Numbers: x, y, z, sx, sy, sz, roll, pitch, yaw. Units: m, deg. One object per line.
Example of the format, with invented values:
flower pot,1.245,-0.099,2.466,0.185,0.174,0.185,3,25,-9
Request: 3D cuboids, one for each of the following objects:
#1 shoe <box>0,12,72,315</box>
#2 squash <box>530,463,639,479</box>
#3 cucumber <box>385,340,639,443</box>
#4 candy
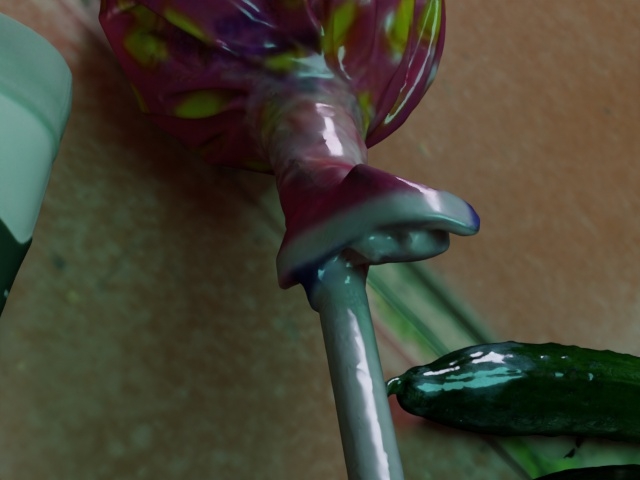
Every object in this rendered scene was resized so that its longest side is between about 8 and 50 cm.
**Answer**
shoe,-0.197,-0.041,0.527,0.265,0.095,0.110,15,60,-26
squash,0.100,0.172,0.531,0.172,0.218,0.218,-16,72,4
cucumber,0.088,0.055,0.679,0.155,0.037,0.037,7,63,-28
candy,0.000,0.000,0.549,0.124,0.124,0.365,17,37,-22
